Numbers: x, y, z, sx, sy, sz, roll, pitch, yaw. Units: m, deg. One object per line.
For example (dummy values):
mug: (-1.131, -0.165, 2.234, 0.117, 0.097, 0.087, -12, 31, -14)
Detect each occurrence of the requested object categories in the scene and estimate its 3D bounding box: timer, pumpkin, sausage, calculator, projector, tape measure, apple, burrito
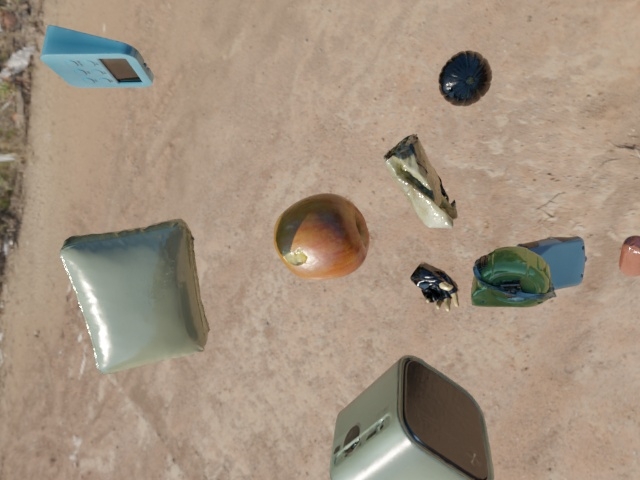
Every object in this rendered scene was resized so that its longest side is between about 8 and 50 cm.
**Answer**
timer: (-0.631, -0.505, 1.335, 0.250, 0.232, 0.091, 9, 85, -4)
pumpkin: (0.522, -0.584, 1.673, 0.150, 0.194, 0.194, -142, 59, -64)
sausage: (0.799, 0.042, 1.178, 0.062, 0.154, 0.062, -13, 55, 20)
calculator: (0.717, 0.074, 1.446, 0.051, 0.293, 0.173, -152, 56, -70)
projector: (0.193, 0.445, 1.017, 0.248, 0.248, 0.249, 35, 118, -8)
tape measure: (0.464, 0.097, 1.124, 0.200, 0.106, 0.175, 1, 136, 28)
apple: (0.000, 0.000, 1.234, 0.241, 0.242, 0.242, -17, 83, 20)
burrito: (0.346, -0.186, 1.580, 0.135, 0.190, 0.332, -28, 102, 24)

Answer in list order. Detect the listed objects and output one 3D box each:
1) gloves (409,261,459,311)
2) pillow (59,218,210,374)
gloves: (0.431, 0.173, 1.712, 0.203, 0.124, 0.164, 39, 159, 16)
pillow: (-0.380, 0.124, 0.988, 0.120, 0.255, 0.322, -132, 35, -60)
